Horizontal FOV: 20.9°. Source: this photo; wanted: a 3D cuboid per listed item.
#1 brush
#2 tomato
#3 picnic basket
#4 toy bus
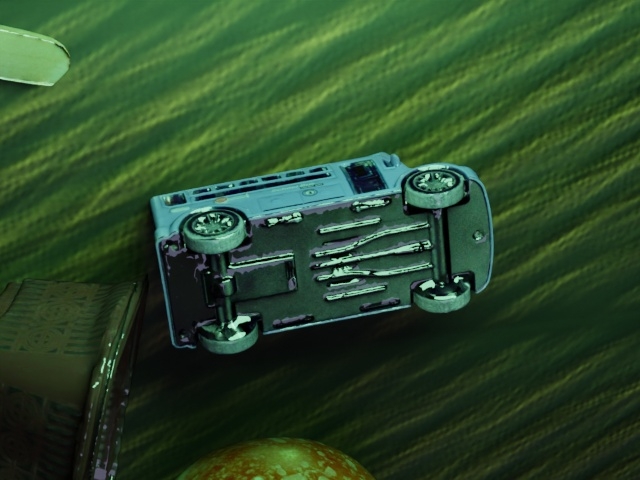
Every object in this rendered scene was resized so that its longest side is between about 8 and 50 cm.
[{"bbox_3d":[-0.359,-0.175,1.372,0.336,0.020,0.085,13,118,-25],"label":"brush"},{"bbox_3d":[-0.043,0.310,1.677,0.270,0.223,0.270,4,125,5],"label":"tomato"},{"bbox_3d":[-0.245,0.164,1.543,0.129,0.222,0.297,14,120,0],"label":"picnic basket"},{"bbox_3d":[0.000,0.000,1.533,0.292,0.133,0.126,-11,120,-7],"label":"toy bus"}]
